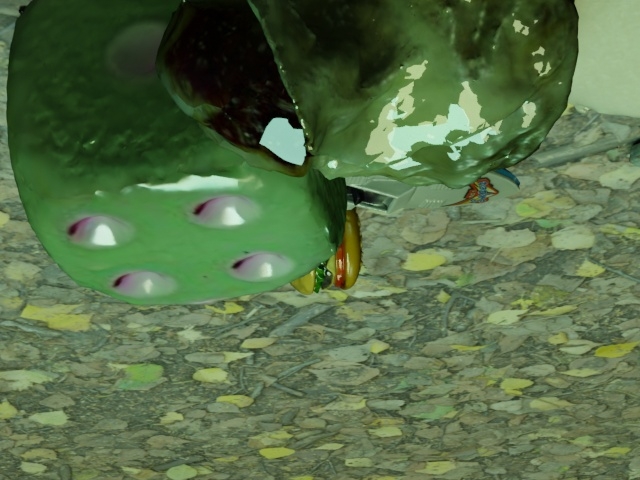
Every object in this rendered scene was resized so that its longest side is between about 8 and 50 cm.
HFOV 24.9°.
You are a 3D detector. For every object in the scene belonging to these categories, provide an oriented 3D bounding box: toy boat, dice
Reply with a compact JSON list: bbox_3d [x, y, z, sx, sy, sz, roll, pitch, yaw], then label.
[{"bbox_3d":[0.137,-0.084,2.002,0.295,0.088,0.129,3,153,-13],"label":"toy boat"},{"bbox_3d":[-0.149,-0.125,1.628,0.322,0.318,0.330,-9,152,11],"label":"dice"}]

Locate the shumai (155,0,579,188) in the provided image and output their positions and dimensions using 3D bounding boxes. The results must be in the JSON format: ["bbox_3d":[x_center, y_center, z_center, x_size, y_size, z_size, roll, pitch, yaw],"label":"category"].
[{"bbox_3d":[0.021,-0.203,1.334,0.348,0.395,0.395,-21,156,-13],"label":"shumai"}]

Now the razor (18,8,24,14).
[{"bbox_3d":[-0.348,-0.221,1.731,0.044,0.028,0.154,5,151,-18],"label":"razor"}]

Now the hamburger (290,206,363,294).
[{"bbox_3d":[0.000,0.000,2.086,0.115,0.162,0.162,-6,154,-8],"label":"hamburger"}]

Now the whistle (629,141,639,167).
[{"bbox_3d":[0.519,-0.131,1.975,0.122,0.123,0.223,19,167,-37],"label":"whistle"}]

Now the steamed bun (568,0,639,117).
[{"bbox_3d":[0.352,-0.297,1.438,0.374,0.241,0.374,1,156,0],"label":"steamed bun"}]
